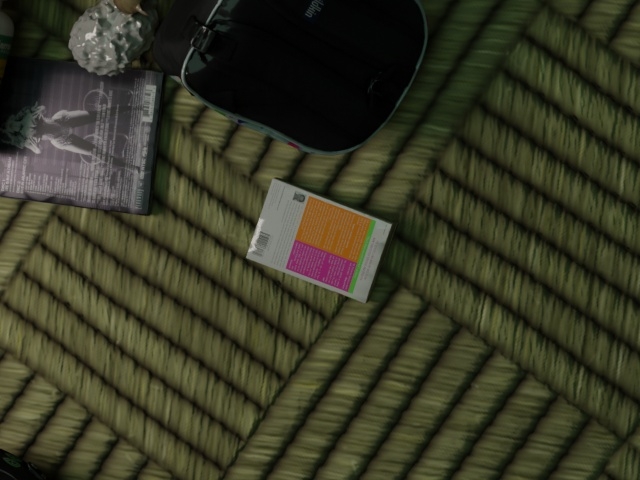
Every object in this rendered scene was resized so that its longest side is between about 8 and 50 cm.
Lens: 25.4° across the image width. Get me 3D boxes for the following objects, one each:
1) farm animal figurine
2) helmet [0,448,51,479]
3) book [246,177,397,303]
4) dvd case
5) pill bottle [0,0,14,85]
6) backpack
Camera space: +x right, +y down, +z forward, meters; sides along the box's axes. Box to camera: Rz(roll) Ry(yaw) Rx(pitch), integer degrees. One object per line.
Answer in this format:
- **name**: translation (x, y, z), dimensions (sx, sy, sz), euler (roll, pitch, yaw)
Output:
- **farm animal figurine**: translation (-0.220, -0.392, 1.526), dimensions (0.327, 0.172, 0.330), euler (-39, 84, 11)
- **helmet**: translation (-0.396, 0.312, 1.591), dimensions (0.162, 0.169, 0.169), euler (16, 95, -5)
- **book**: translation (0.000, 0.000, 1.562), dimensions (0.144, 0.035, 0.096), euler (21, 99, 11)
- **dvd case**: translation (-0.291, -0.122, 1.627), dimensions (0.221, 0.018, 0.164), euler (7, 93, 12)
- **pill bottle**: translation (-0.409, -0.207, 1.584), dimensions (0.118, 0.117, 0.208), euler (16, 95, 11)
- **backpack**: translation (-0.026, -0.216, 1.469), dimensions (0.253, 0.191, 0.225), euler (25, 101, -29)
